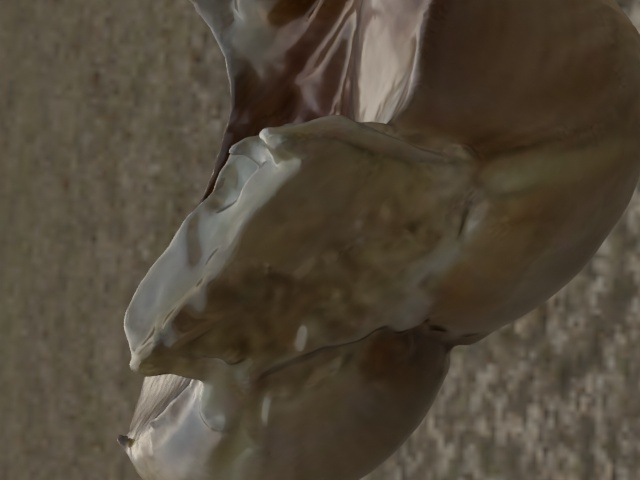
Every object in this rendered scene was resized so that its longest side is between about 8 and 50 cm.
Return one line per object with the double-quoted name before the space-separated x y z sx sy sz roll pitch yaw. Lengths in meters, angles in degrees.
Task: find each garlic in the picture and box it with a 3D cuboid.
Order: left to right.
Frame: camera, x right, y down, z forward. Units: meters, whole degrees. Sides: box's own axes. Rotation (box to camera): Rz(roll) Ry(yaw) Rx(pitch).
"garlic" 0.005 -0.002 0.437 0.174 0.124 0.099 -53 35 23
